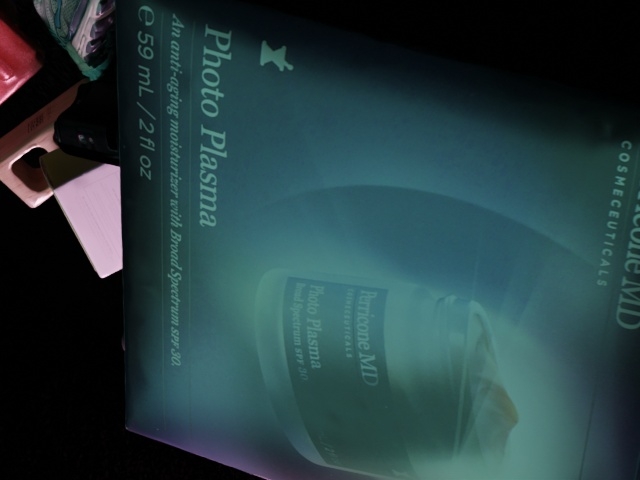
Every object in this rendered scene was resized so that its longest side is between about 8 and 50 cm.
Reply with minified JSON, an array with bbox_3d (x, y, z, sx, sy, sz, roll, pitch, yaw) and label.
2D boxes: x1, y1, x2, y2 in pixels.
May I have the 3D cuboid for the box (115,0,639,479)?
[{"bbox_3d":[0.062,-0.012,0.904,0.294,0.182,0.296,16,128,19],"label":"box"}]

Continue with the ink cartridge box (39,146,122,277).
[{"bbox_3d":[-0.131,-0.065,1.557,0.062,0.209,0.109,57,172,53],"label":"ink cartridge box"}]

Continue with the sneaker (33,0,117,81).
[{"bbox_3d":[-0.200,-0.212,1.449,0.122,0.110,0.283,43,165,-2],"label":"sneaker"}]

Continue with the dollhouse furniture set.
[{"bbox_3d":[-0.270,-0.129,1.642,0.374,0.152,0.201,44,-162,-35],"label":"dollhouse furniture set"}]

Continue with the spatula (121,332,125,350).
[{"bbox_3d":[-0.083,0.025,1.642,0.084,0.296,0.030,52,-158,-4],"label":"spatula"}]

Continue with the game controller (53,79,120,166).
[{"bbox_3d":[-0.084,-0.099,1.393,0.319,0.166,0.067,15,119,54],"label":"game controller"}]
